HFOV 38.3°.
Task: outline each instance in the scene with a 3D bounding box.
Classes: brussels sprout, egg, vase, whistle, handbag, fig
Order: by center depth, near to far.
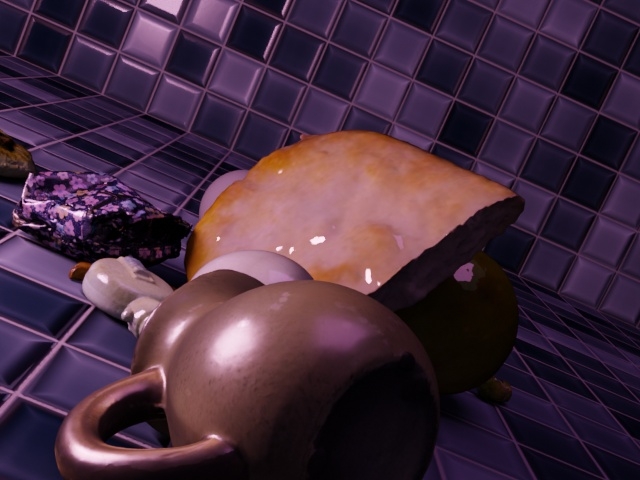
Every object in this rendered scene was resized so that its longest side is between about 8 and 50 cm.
[{"bbox_3d":[-0.084,0.153,0.851,0.329,0.240,0.302,-15,21,-38],"label":"vase"},{"bbox_3d":[-0.088,0.086,1.141,0.151,0.151,0.209,16,-10,-40],"label":"egg"},{"bbox_3d":[-0.233,0.086,1.205,0.126,0.067,0.258,19,14,-36],"label":"whistle"},{"bbox_3d":[-0.322,-0.028,1.401,0.208,0.126,0.229,26,12,25],"label":"handbag"},{"bbox_3d":[0.146,0.114,1.444,0.327,0.258,0.258,6,16,-23],"label":"fig"},{"bbox_3d":[0.312,0.261,1.621,0.083,0.046,0.051,16,19,-44],"label":"brussels sprout"},{"bbox_3d":[-0.148,-0.052,1.804,0.176,0.176,0.232,23,8,-6],"label":"egg"}]

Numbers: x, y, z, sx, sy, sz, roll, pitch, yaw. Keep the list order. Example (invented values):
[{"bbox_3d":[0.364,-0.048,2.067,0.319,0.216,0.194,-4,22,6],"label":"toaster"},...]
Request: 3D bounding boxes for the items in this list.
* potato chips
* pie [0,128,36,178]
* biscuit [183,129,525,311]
[{"bbox_3d":[-0.271,0.064,1.348,0.204,0.026,0.037,19,16,-34],"label":"potato chips"},{"bbox_3d":[-0.658,-0.193,1.667,0.323,0.070,0.323,25,9,-4],"label":"pie"},{"bbox_3d":[0.001,0.001,1.365,0.446,0.429,0.104,33,-20,46],"label":"biscuit"}]
